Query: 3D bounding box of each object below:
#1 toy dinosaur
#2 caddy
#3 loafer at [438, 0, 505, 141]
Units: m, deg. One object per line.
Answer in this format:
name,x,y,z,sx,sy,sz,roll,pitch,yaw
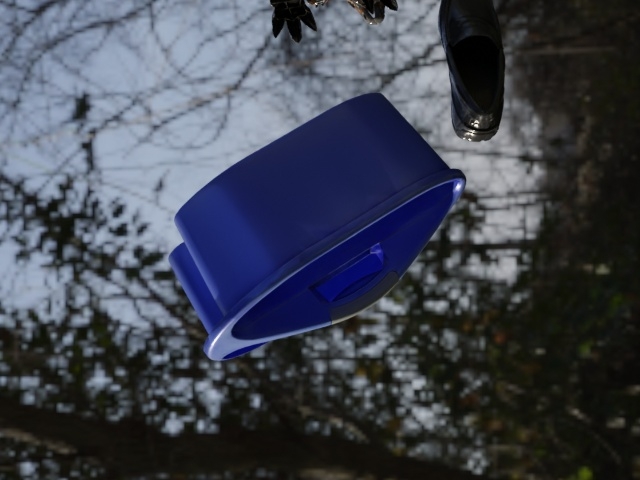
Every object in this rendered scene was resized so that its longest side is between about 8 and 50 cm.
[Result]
toy dinosaur,-0.001,-0.371,1.573,0.322,0.164,0.218,30,-136,-35
caddy,0.000,0.000,1.368,0.179,0.341,0.241,54,160,12
loafer,0.181,-0.223,1.481,0.078,0.076,0.223,104,166,-65
